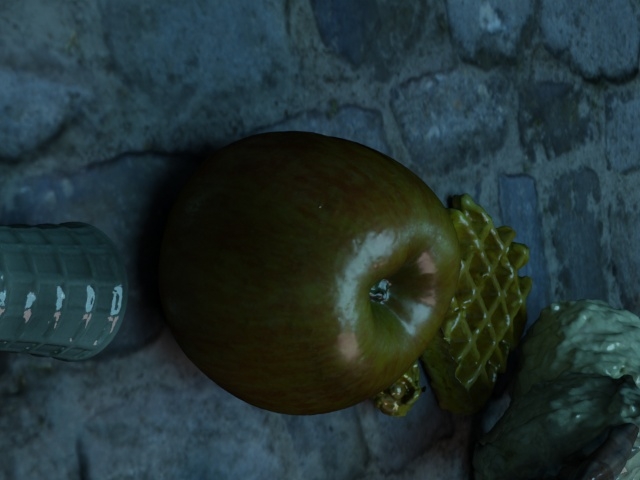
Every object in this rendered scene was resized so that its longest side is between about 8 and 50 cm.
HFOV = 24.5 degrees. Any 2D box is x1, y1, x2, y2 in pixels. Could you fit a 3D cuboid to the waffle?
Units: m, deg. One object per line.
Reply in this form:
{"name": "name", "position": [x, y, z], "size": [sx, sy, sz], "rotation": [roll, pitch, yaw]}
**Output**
{"name": "waffle", "position": [0.179, 0.051, 1.732], "size": [0.219, 0.057, 0.229], "rotation": [-51, 130, -38]}

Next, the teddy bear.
{"name": "teddy bear", "position": [0.327, 0.262, 1.723], "size": [0.375, 0.327, 0.362], "rotation": [55, 25, -36]}

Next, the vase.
{"name": "vase", "position": [-0.273, 0.031, 1.063], "size": [0.299, 0.143, 0.143], "rotation": [6, 89, -56]}

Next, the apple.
{"name": "apple", "position": [-0.003, 0.028, 1.333], "size": [0.264, 0.264, 0.264], "rotation": [-7, 99, -53]}

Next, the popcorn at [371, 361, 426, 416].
{"name": "popcorn", "position": [0.070, 0.153, 1.604], "size": [0.084, 0.084, 0.084], "rotation": [-7, 99, -53]}
